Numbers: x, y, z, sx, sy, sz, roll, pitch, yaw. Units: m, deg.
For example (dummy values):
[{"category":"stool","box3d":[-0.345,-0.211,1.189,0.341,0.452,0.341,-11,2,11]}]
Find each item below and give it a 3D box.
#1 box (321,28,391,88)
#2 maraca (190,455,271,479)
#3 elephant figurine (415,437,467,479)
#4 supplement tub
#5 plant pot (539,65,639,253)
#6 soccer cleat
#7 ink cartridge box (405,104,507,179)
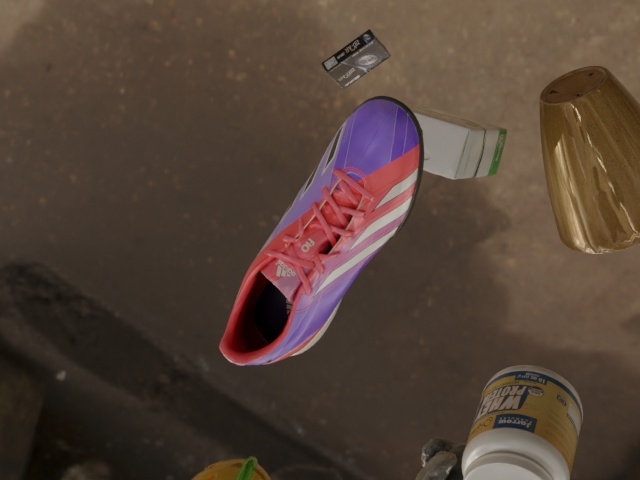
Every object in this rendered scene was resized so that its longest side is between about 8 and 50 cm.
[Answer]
[{"category":"box","box3d":[0.050,-0.251,1.724,0.083,0.018,0.067,-34,155,11]},{"category":"maraca","box3d":[-0.093,0.270,1.135,0.099,0.185,0.127,20,111,4]},{"category":"elephant figurine","box3d":[0.184,0.407,1.892,0.169,0.239,0.186,27,114,23]},{"category":"supplement tub","box3d":[0.273,0.281,1.686,0.144,0.199,0.144,10,125,14]},{"category":"plant pot","box3d":[0.459,-0.147,2.040,0.237,0.237,0.254,-17,117,26]},{"category":"soccer cleat","box3d":[0.000,0.000,1.252,0.108,0.116,0.318,38,116,16]},{"category":"ink cartridge box","box3d":[0.198,-0.162,2.024,0.153,0.208,0.087,19,103,22]}]
